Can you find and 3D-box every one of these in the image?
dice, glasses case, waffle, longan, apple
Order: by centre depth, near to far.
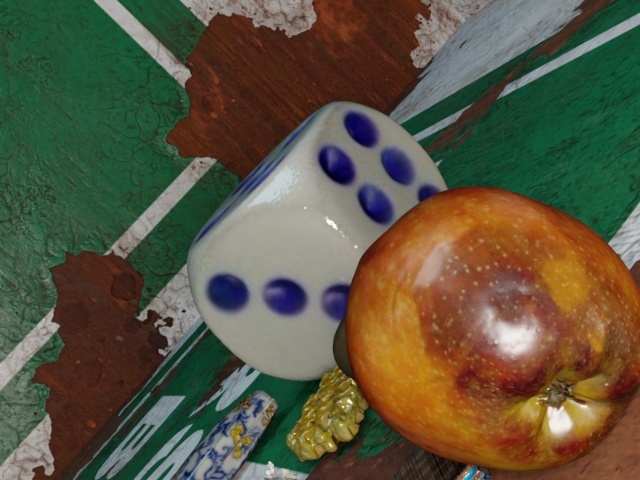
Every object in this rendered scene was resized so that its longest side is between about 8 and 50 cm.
[{"bbox_3d":[0.133,0.071,0.868,0.230,0.230,0.230,-45,9,9],"label":"apple"},{"bbox_3d":[0.061,0.122,1.360,0.119,0.106,0.106,-28,19,46],"label":"longan"},{"bbox_3d":[0.023,0.194,1.388,0.160,0.046,0.192,-39,10,49],"label":"waffle"},{"bbox_3d":[-0.150,0.313,1.604,0.248,0.065,0.087,-49,11,-26],"label":"glasses case"},{"bbox_3d":[0.000,0.000,1.650,0.304,0.277,0.304,-41,7,37],"label":"dice"}]

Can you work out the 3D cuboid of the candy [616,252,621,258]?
[{"bbox_3d":[0.225,0.040,1.160,0.201,0.060,0.060,-23,23,51],"label":"candy"}]

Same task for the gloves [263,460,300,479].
[{"bbox_3d":[-0.036,0.270,0.995,0.114,0.070,0.153,-46,18,8],"label":"gloves"}]

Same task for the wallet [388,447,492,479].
[{"bbox_3d":[0.052,0.255,0.972,0.230,0.042,0.124,-46,7,4],"label":"wallet"}]
